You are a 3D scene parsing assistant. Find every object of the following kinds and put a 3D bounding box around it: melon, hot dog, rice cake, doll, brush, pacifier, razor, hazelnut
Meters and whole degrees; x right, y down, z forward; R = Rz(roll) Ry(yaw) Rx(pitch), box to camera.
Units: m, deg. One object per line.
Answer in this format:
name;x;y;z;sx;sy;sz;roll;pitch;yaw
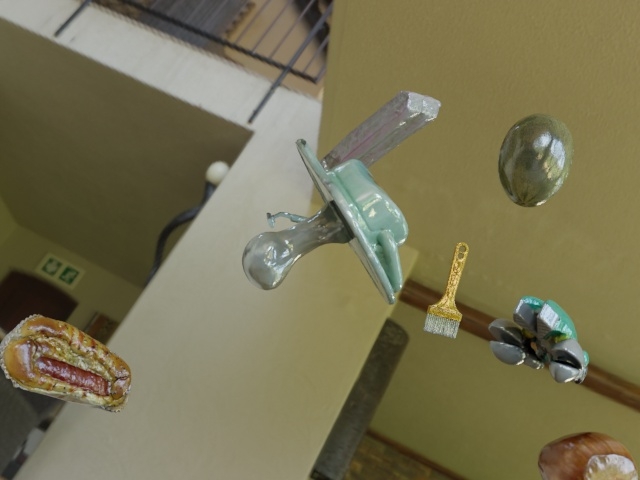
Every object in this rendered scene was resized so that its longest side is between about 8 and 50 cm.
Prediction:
melon;0.289;-0.108;0.951;0.098;0.130;0.098;12;-13;3
hot dog;-0.419;0.212;1.184;0.069;0.131;0.253;-15;-38;34
rice cake;0.111;-0.208;1.470;0.106;0.050;0.298;3;-28;-43
doll;0.475;0.225;1.438;0.258;0.153;0.195;35;-25;-12
brush;0.370;0.136;1.999;0.103;0.272;0.013;15;-1;-10
pacifier;0.000;0.000;1.168;0.288;0.269;0.343;60;3;-38
razor;-0.017;-0.037;1.600;0.211;0.035;0.084;8;11;-8
hazelnut;0.455;0.389;1.213;0.150;0.150;0.150;24;-27;13
